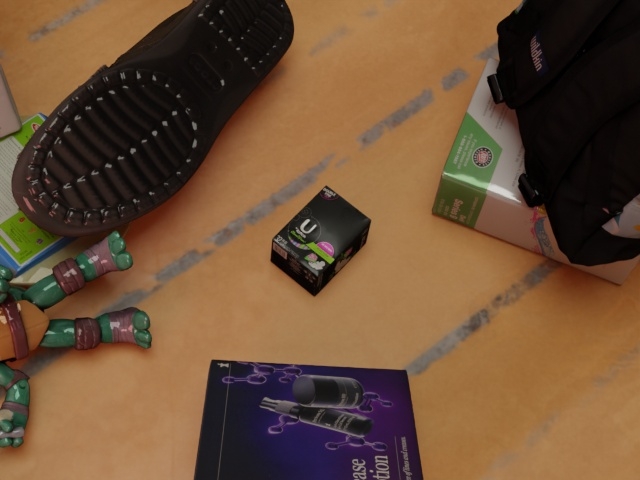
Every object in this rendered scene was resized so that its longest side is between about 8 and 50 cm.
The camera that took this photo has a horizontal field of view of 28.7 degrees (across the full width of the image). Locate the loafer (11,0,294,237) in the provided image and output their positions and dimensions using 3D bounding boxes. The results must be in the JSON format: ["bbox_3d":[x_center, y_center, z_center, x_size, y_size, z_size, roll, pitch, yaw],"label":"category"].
[{"bbox_3d":[-0.168,-0.126,1.247,0.366,0.130,0.133,-45,107,-32],"label":"loafer"}]

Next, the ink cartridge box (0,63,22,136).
[{"bbox_3d":[-0.406,-0.251,1.177,0.131,0.306,0.226,-24,57,-13],"label":"ink cartridge box"}]

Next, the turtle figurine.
[{"bbox_3d":[-0.277,0.082,1.130,0.234,0.175,0.118,-22,37,-25],"label":"turtle figurine"}]

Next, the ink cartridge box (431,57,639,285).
[{"bbox_3d":[0.240,-0.070,1.266,0.213,0.093,0.154,20,64,7],"label":"ink cartridge box"}]

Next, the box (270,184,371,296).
[{"bbox_3d":[0.000,0.000,1.236,0.062,0.052,0.083,39,67,14],"label":"box"}]

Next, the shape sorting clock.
[{"bbox_3d":[-0.286,-0.042,1.244,0.206,0.040,0.206,1,59,-2],"label":"shape sorting clock"}]

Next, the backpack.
[{"bbox_3d":[0.322,-0.178,1.077,0.274,0.355,0.290,-8,65,-10],"label":"backpack"}]

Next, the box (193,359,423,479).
[{"bbox_3d":[-0.012,0.206,1.031,0.184,0.103,0.261,1,24,-2],"label":"box"}]
